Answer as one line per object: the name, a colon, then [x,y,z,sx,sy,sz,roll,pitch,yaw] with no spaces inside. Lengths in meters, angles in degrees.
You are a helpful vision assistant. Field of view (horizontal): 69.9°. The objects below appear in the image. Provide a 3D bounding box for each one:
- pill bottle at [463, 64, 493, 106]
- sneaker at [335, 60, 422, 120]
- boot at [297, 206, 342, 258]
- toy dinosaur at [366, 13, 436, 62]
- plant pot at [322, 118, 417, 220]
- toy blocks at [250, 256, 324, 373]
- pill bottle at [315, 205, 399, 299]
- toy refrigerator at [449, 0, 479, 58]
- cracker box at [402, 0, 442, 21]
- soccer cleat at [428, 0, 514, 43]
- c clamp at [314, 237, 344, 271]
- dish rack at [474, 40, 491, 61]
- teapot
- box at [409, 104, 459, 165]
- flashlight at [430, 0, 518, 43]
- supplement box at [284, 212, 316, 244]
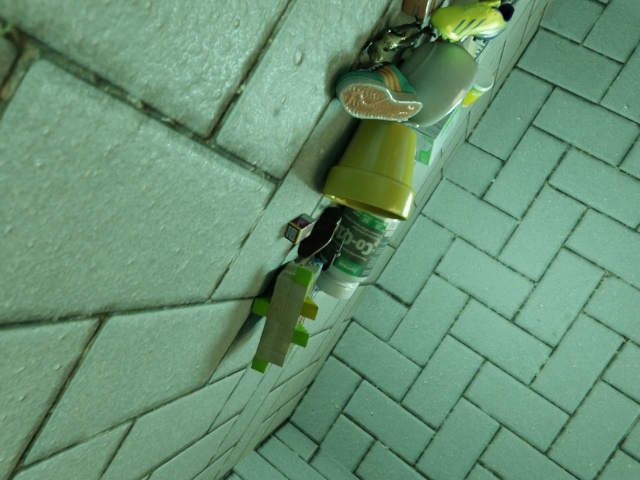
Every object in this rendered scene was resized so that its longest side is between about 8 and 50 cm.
pill bottle: [0.630,-0.648,1.964,0.118,0.117,0.208,-51,-173,-20]
sneaker: [0.129,-0.371,1.107,0.108,0.121,0.302,-32,163,37]
boot: [0.000,0.000,1.472,0.219,0.082,0.106,-50,161,-29]
toy dinosaur: [0.201,-0.486,1.089,0.268,0.118,0.064,-43,116,-47]
plant pot: [0.158,-0.203,1.280,0.254,0.253,0.239,21,88,-75]
toy blocks: [-0.093,0.212,1.489,0.261,0.190,0.382,-53,162,-70]
pill bottle: [0.120,0.020,1.650,0.361,0.204,0.204,-63,164,20]
toy refrigerator: [0.465,-0.670,1.511,0.094,0.102,0.269,-55,164,-8]
cracker box: [0.288,-0.650,1.066,0.232,0.067,0.156,-51,165,-19]
soccer cleat: [0.385,-0.570,1.160,0.289,0.094,0.121,-18,165,-38]
c clamp: [0.027,0.034,1.567,0.160,0.022,0.137,39,-71,61]
dish rack: [0.598,-0.788,1.746,0.333,0.072,0.286,-51,163,-19]
teapot: [0.293,-0.455,1.282,0.252,0.187,0.256,-35,-155,46]
box: [0.462,-0.471,1.874,0.231,0.126,0.262,-56,166,-8]
flashlight: [0.439,-0.621,1.331,0.304,0.103,0.103,-37,-154,37]
supplement box: [-0.057,-0.034,1.295,0.083,0.043,0.055,-35,154,-52]
